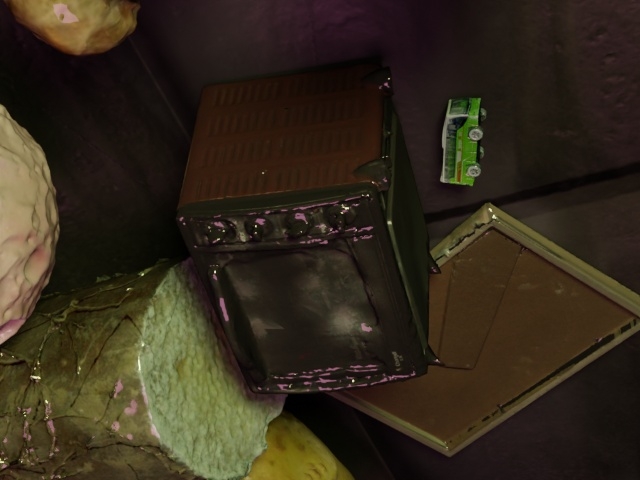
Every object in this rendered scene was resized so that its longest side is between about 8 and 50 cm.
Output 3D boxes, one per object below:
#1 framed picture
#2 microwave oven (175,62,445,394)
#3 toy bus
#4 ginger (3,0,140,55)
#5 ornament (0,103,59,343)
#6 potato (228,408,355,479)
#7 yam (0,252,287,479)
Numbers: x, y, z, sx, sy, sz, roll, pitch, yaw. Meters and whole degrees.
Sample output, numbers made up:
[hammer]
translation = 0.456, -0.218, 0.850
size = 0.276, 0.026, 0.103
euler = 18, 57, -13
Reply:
[framed picture]
translation = 0.151, 0.105, 1.320
size = 0.232, 0.024, 0.315
euler = 30, 130, -25
[microwave oven]
translation = -0.002, -0.001, 1.104
size = 0.178, 0.188, 0.247
euler = -9, 133, 11
[toy bus]
translation = 0.125, -0.087, 1.124
size = 0.037, 0.031, 0.083
euler = 7, 136, 10
[ginger]
translation = -0.159, -0.264, 0.871
size = 0.244, 0.155, 0.304
euler = -10, 133, 10
[ornament]
translation = -0.348, -0.019, 1.060
size = 0.259, 0.259, 0.225
euler = 3, 140, -1
[potato]
translation = -0.085, 0.279, 1.401
size = 0.246, 0.196, 0.300
euler = -24, 166, -3
[yam]
translation = -0.225, 0.139, 1.230
size = 0.348, 0.241, 0.241
euler = -12, 133, 19
